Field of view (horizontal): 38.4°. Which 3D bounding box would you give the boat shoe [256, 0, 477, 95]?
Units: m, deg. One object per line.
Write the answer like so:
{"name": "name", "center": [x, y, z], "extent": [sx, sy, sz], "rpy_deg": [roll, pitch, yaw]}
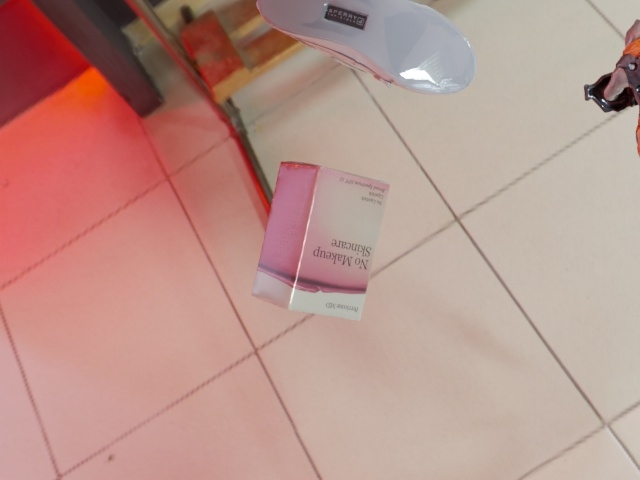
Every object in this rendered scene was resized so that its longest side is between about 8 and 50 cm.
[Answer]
{"name": "boat shoe", "center": [0.072, -0.330, 1.497], "extent": [0.366, 0.156, 0.136], "rpy_deg": [17, 96, -3]}

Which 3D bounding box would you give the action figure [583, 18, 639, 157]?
{"name": "action figure", "center": [0.698, -0.290, 1.757], "extent": [0.341, 0.178, 0.330], "rpy_deg": [-26, 86, 14]}

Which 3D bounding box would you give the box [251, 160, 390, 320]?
{"name": "box", "center": [0.000, 0.000, 1.494], "extent": [0.126, 0.148, 0.233], "rpy_deg": [14, 92, 56]}
